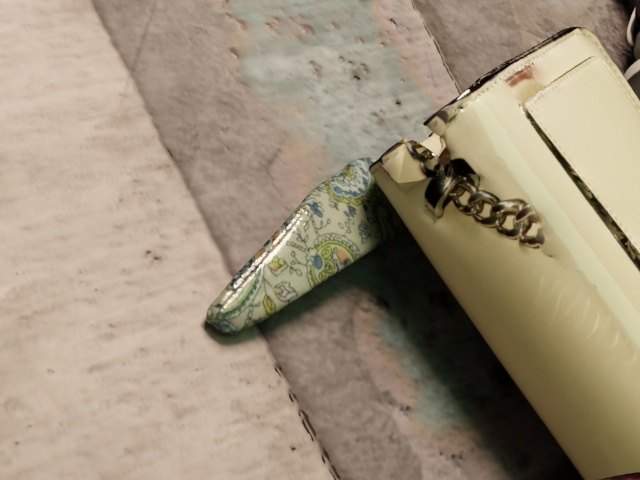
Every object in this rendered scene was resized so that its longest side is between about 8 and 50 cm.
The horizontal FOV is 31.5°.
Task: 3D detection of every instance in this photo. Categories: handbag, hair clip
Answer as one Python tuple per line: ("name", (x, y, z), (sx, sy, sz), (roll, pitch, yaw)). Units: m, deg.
("handbag", (0.209, 0.040, 0.843), (0.358, 0.160, 0.237), (54, 32, 2))
("hair clip", (0.002, -0.001, 0.795), (0.066, 0.036, 0.229), (55, 46, -4))

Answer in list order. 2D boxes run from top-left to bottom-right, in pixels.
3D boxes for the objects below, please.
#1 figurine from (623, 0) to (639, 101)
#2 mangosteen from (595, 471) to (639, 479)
("figurine", (0.377, -0.222, 1.152), (0.176, 0.133, 0.236), (33, 51, -30))
("mangosteen", (0.198, 0.327, 0.542), (0.435, 0.382, 0.382), (56, 45, -13))
